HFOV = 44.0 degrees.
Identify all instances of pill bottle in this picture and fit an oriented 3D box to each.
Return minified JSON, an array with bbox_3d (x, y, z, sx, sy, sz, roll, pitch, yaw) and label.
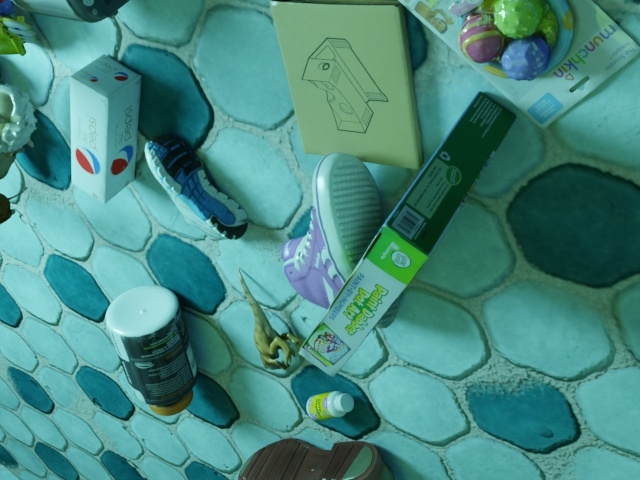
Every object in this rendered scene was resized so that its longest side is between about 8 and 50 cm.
[{"bbox_3d":[-0.296,0.210,1.437,0.131,0.130,0.245,16,134,26],"label":"pill bottle"},{"bbox_3d":[0.017,0.275,1.323,0.083,0.043,0.043,-24,110,46],"label":"pill bottle"}]

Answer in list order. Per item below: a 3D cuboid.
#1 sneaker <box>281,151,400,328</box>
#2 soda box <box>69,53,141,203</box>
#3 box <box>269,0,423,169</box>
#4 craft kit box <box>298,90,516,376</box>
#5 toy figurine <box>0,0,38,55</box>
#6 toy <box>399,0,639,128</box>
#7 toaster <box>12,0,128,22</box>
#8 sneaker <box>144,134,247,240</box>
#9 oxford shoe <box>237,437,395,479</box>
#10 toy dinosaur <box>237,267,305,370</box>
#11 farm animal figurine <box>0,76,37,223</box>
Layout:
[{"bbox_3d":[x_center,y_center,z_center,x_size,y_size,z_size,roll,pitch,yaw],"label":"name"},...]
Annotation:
[{"bbox_3d":[0.000,0.001,1.039,0.161,0.102,0.282,15,137,32],"label":"sneaker"},{"bbox_3d":[-0.316,-0.158,1.160,0.069,0.074,0.216,31,139,11],"label":"soda box"},{"bbox_3d":[0.032,-0.180,0.915,0.165,0.021,0.201,11,133,30],"label":"box"},{"bbox_3d":[0.091,-0.005,0.852,0.061,0.250,0.246,37,140,2],"label":"craft kit box"},{"bbox_3d":[-0.499,-0.268,0.976,0.191,0.217,0.362,56,170,-18],"label":"toy figurine"},{"bbox_3d":[0.166,-0.211,0.757,0.237,0.056,0.137,43,141,-4],"label":"toy"},{"bbox_3d":[-0.321,-0.366,0.929,0.147,0.129,0.227,10,139,34],"label":"toaster"},{"bbox_3d":[-0.195,-0.067,1.158,0.190,0.071,0.083,52,144,-13],"label":"sneaker"},{"bbox_3d":[-0.011,0.447,1.445,0.348,0.123,0.130,-10,125,44],"label":"oxford shoe"},{"bbox_3d":[-0.085,0.155,1.277,0.112,0.064,0.211,16,134,28],"label":"toy dinosaur"},{"bbox_3d":[-0.584,-0.179,1.292,0.330,0.172,0.326,37,128,16],"label":"farm animal figurine"}]
